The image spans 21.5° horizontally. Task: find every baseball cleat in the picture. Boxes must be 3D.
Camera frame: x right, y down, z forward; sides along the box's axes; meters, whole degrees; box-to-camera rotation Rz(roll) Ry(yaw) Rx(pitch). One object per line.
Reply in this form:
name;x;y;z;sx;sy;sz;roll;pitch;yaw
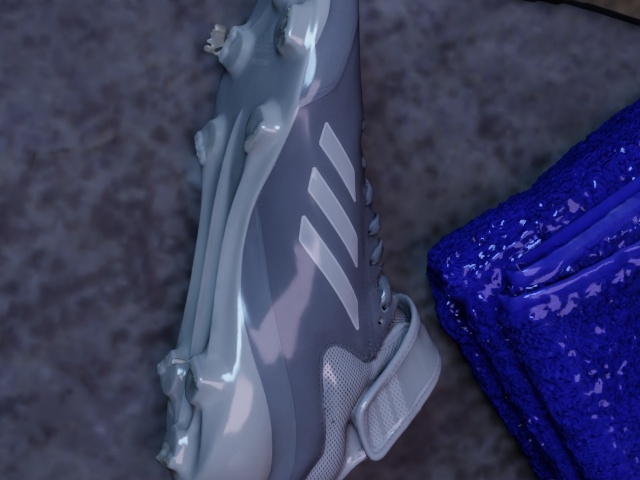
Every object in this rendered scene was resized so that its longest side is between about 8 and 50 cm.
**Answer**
baseball cleat;0.000;0.000;0.635;0.109;0.072;0.206;12;95;-28

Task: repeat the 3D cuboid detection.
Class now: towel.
towel;0.218;0.016;0.678;0.308;0.076;0.228;-34;100;-10
